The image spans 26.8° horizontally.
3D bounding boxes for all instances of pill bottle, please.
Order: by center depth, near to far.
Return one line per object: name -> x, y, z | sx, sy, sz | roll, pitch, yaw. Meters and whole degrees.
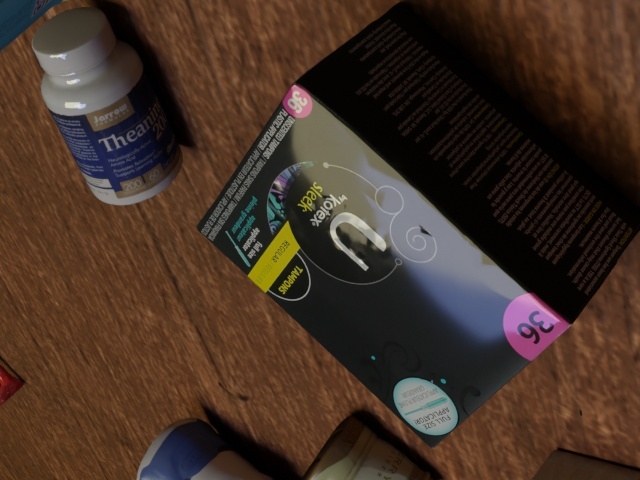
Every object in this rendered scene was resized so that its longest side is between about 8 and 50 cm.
pill bottle -> -0.138, -0.086, 0.859 | 0.067, 0.067, 0.120 | 21, 146, 38

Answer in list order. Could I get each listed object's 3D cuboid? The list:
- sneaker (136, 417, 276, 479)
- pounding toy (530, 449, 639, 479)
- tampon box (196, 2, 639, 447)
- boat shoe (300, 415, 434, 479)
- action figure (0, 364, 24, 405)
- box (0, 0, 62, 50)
sneaker -> -0.045, 0.317, 1.248 | 0.182, 0.127, 0.315 | 21, 144, 42
pounding toy -> 0.138, 0.212, 0.823 | 0.100, 0.141, 0.130 | 7, 135, 51
tampon box -> 0.047, -0.007, 0.647 | 0.161, 0.101, 0.120 | 42, 135, 4
boat shoe -> -0.009, 0.264, 1.058 | 0.089, 0.104, 0.285 | 31, 125, 4
action figure -> -0.494, 0.109, 1.571 | 0.280, 0.139, 0.091 | 52, 151, -10
box -> -0.234, -0.187, 0.638 | 0.244, 0.100, 0.060 | 41, 149, -1
